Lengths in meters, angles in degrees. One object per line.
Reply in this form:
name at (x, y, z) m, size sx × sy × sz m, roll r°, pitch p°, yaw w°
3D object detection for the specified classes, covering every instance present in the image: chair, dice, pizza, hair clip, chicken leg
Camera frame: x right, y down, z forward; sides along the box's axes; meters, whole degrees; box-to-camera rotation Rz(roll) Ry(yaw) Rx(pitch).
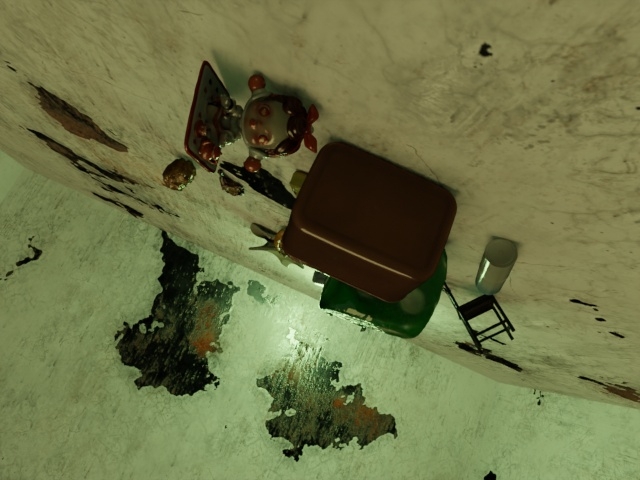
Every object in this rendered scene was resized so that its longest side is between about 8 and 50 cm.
chair at (0.531, 0.235, 1.496) m, size 0.154 × 0.141 × 0.260 m, roll 50°, pitch -165°, yaw -58°
dice at (0.172, 0.107, 1.263) m, size 0.287 × 0.300 × 0.297 m, roll 23°, pitch 165°, yaw -5°
pizza at (-0.103, 0.025, 1.817) m, size 0.193 × 0.053 × 0.201 m, roll 9°, pitch 147°, yaw 5°
hair clip at (-0.209, 0.029, 1.981) m, size 0.282 × 0.113 × 0.172 m, roll 25°, pitch 167°, yaw -28°
chicken leg at (-0.309, -0.191, 1.483) m, size 0.062 × 0.038 × 0.145 m, roll -14°, pitch 146°, yaw 32°

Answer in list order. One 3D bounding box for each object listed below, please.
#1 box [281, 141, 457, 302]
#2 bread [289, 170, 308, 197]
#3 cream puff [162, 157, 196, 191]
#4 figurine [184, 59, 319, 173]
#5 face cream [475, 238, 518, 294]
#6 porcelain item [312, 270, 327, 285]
box at (0.104, -0.037, 0.995) m, size 0.339 × 0.240 × 0.229 m, roll 24°, pitch 163°, yaw 0°
bread at (-0.022, -0.120, 1.255) m, size 0.088 × 0.049 × 0.226 m, roll 19°, pitch 165°, yaw 18°
cream puff at (-0.473, -0.220, 1.483) m, size 0.122 × 0.116 × 0.094 m, roll 31°, pitch 161°, yaw 44°
figurine at (-0.114, -0.221, 0.853) m, size 0.226 × 0.184 × 0.160 m, roll 9°, pitch 172°, yaw 8°
face cream at (0.454, 0.075, 1.143) m, size 0.077 × 0.077 × 0.250 m, roll 19°, pitch 164°, yaw 19°
porcelain item at (0.172, 0.208, 1.851) m, size 0.405 × 0.179 × 0.242 m, roll 33°, pitch 164°, yaw -23°
